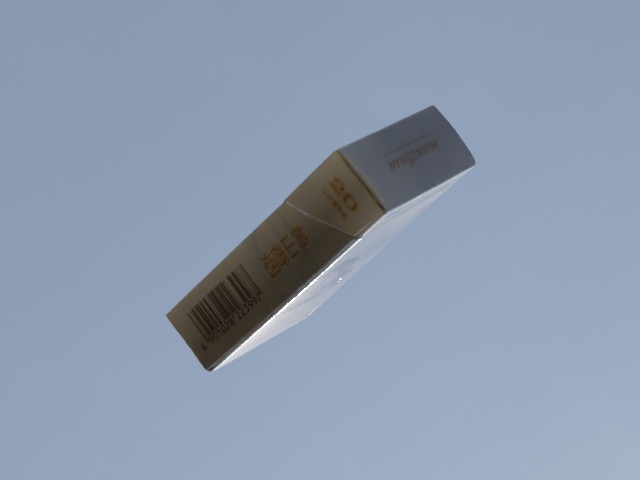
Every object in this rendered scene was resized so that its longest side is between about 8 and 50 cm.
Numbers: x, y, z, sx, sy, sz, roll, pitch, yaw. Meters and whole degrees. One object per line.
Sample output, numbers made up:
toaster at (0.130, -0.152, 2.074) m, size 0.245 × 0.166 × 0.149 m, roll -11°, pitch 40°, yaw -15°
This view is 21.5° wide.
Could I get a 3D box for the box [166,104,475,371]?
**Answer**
box at (0.000, 0.000, 1.326) m, size 0.067 × 0.149 × 0.233 m, roll 51°, pitch -54°, yaw 5°
